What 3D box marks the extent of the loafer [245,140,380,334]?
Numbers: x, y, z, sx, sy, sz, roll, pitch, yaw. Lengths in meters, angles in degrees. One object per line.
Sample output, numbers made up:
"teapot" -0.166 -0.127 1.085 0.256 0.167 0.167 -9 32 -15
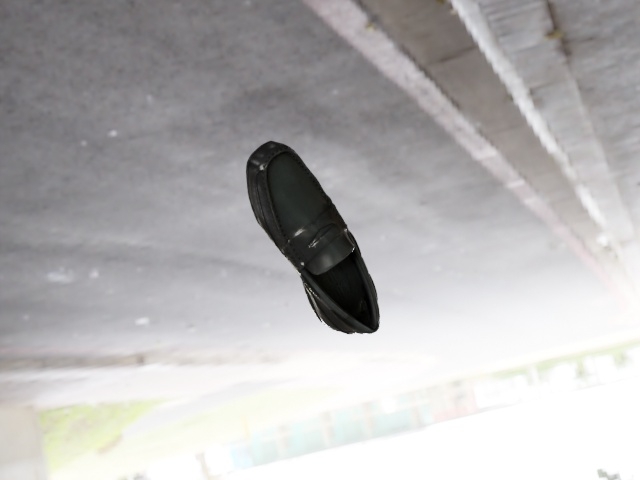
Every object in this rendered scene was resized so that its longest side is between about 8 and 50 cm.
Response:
"loafer" 0.000 0.000 1.227 0.076 0.223 0.078 -41 -148 -22
